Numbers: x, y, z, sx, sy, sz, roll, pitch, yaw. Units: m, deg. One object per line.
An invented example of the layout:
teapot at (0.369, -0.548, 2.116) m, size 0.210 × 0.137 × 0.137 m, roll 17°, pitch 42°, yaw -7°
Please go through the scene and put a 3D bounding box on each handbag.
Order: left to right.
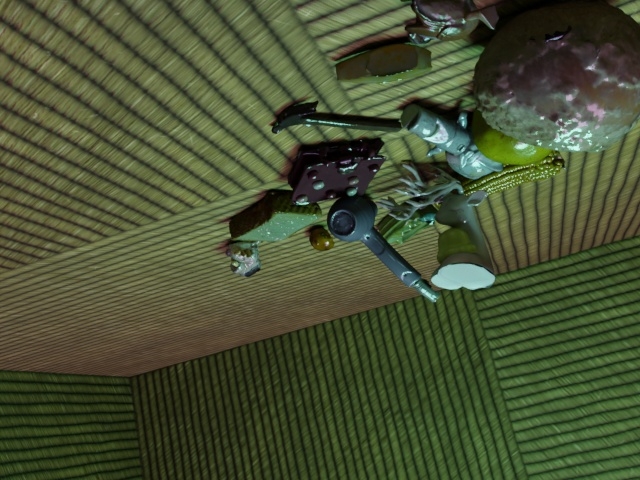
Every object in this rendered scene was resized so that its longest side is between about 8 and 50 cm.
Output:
handbag at (0.036, -0.158, 1.601) m, size 0.203 × 0.074 × 0.216 m, roll -10°, pitch 164°, yaw -18°

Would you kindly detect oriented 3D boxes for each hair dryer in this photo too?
hair dryer at (0.175, 0.025, 1.780) m, size 0.121 × 0.361 × 0.301 m, roll -44°, pitch 175°, yaw 17°

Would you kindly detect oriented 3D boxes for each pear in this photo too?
pear at (0.409, -0.248, 1.410) m, size 0.198 × 0.198 × 0.198 m, roll -12°, pitch 163°, yaw -4°

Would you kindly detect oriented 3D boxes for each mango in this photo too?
mango at (0.000, 0.000, 2.077) m, size 0.063 × 0.077 × 0.127 m, roll -34°, pitch -179°, yaw -11°

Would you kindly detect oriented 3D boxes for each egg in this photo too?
egg at (0.425, -0.283, 1.184) m, size 0.310 × 0.279 × 0.279 m, roll 10°, pitch 167°, yaw 12°

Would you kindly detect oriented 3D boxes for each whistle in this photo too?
whistle at (0.312, -0.226, 1.529) m, size 0.346 × 0.133 × 0.142 m, roll 15°, pitch 152°, yaw -40°

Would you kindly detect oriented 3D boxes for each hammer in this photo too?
hammer at (0.048, -0.244, 1.414) m, size 0.297 × 0.027 × 0.125 m, roll -1°, pitch 164°, yaw -34°

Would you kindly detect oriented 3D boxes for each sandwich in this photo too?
sandwich at (-0.118, -0.060, 1.815) m, size 0.186 × 0.065 × 0.215 m, roll 4°, pitch 157°, yaw -44°

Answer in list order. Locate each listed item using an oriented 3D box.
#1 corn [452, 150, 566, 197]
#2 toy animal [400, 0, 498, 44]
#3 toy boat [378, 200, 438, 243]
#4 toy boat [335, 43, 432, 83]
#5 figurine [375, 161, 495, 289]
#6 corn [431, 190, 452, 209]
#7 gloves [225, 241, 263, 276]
corn at (0.490, -0.180, 1.826) m, size 0.313 × 0.102 × 0.102 m, roll -19°, pitch 162°, yaw 24°
toy animal at (0.178, -0.353, 1.077) m, size 0.188 × 0.089 × 0.179 m, roll -5°, pitch 177°, yaw -41°
toy boat at (0.269, -0.057, 2.096) m, size 0.111 × 0.084 × 0.276 m, roll -8°, pitch 166°, yaw -25°
toy boat at (0.114, -0.308, 1.199) m, size 0.172 × 0.065 × 0.066 m, roll -9°, pitch -178°, yaw -6°
figurine at (0.312, -0.048, 1.769) m, size 0.284 × 0.315 × 0.206 m, roll 3°, pitch 149°, yaw -13°
corn at (0.378, -0.110, 2.015) m, size 0.068 × 0.068 × 0.207 m, roll -19°, pitch 161°, yaw 19°
gloves at (-0.227, 0.050, 2.041) m, size 0.110 × 0.094 × 0.144 m, roll -16°, pitch 146°, yaw -22°
